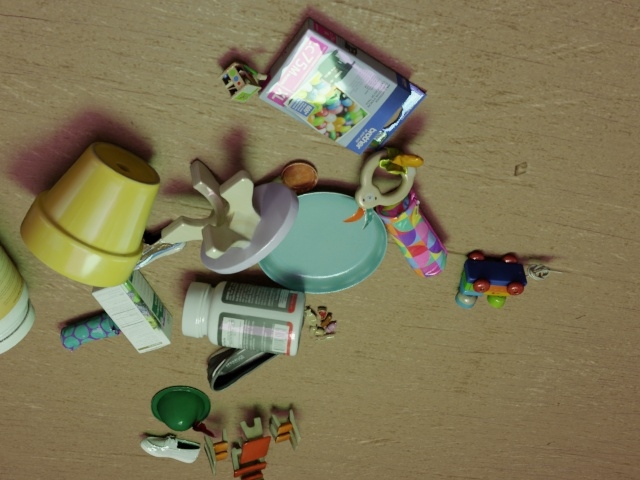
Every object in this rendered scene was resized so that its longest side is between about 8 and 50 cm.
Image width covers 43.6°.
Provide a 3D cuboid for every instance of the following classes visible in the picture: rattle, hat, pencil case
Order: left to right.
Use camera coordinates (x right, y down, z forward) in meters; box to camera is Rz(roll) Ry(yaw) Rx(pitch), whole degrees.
[{"bbox_3d":[-0.587,0.234,2.056,0.151,0.064,0.070,-17,113,11],"label":"pencil case"},{"bbox_3d":[-0.394,0.528,2.243,0.173,0.183,0.208,11,129,-14],"label":"hat"},{"bbox_3d":[0.140,-0.099,1.741,0.200,0.143,0.130,-50,128,-2],"label":"rattle"},{"bbox_3d":[0.220,-0.017,1.882,0.104,0.104,0.236,-23,130,15],"label":"pencil case"}]

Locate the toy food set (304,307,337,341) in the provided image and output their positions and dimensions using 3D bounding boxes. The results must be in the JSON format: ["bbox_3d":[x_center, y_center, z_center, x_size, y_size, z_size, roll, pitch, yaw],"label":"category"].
[{"bbox_3d":[0.004,0.217,2.115,0.078,0.019,0.122,-9,129,3],"label":"toy food set"}]

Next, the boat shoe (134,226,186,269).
[{"bbox_3d":[-0.411,0.012,1.887,0.183,0.066,0.066,-24,124,3],"label":"boat shoe"}]

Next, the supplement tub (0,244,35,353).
[{"bbox_3d":[-0.810,0.097,1.817,0.228,0.228,0.316,-13,130,7],"label":"supplement tub"}]

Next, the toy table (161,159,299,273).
[{"bbox_3d":[-0.202,-0.051,1.749,0.274,0.252,0.161,-43,138,16],"label":"toy table"}]

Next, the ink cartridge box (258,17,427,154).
[{"bbox_3d":[0.050,-0.300,1.653,0.311,0.065,0.186,25,125,-25],"label":"ink cartridge box"}]

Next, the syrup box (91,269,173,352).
[{"bbox_3d":[-0.461,0.164,1.987,0.096,0.093,0.237,-19,129,11],"label":"syrup box"}]

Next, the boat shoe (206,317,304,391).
[{"bbox_3d":[-0.169,0.296,2.119,0.335,0.095,0.112,-35,124,23],"label":"boat shoe"}]

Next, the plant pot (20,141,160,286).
[{"bbox_3d":[-0.469,-0.069,1.704,0.254,0.254,0.239,26,109,-24],"label":"plant pot"}]

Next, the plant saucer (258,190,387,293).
[{"bbox_3d":[0.000,0.000,1.915,0.317,0.044,0.318,-2,131,-3],"label":"plant saucer"}]

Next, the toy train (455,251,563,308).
[{"bbox_3d":[0.470,0.118,2.019,0.248,0.105,0.143,5,140,-8],"label":"toy train"}]

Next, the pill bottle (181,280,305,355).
[{"bbox_3d":[-0.186,0.187,1.972,0.283,0.161,0.161,8,130,2],"label":"pill bottle"}]

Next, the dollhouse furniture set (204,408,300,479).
[{"bbox_3d":[-0.195,0.627,2.329,0.262,0.135,0.259,-12,148,-18],"label":"dollhouse furniture set"}]

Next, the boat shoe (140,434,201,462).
[{"bbox_3d":[-0.445,0.615,2.397,0.184,0.066,0.063,25,110,-20],"label":"boat shoe"}]

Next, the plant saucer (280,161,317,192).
[{"bbox_3d":[-0.048,-0.143,1.808,0.083,0.013,0.083,-2,130,-2],"label":"plant saucer"}]

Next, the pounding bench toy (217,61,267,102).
[{"bbox_3d":[-0.153,-0.328,1.603,0.083,0.065,0.052,-35,168,23],"label":"pounding bench toy"}]
